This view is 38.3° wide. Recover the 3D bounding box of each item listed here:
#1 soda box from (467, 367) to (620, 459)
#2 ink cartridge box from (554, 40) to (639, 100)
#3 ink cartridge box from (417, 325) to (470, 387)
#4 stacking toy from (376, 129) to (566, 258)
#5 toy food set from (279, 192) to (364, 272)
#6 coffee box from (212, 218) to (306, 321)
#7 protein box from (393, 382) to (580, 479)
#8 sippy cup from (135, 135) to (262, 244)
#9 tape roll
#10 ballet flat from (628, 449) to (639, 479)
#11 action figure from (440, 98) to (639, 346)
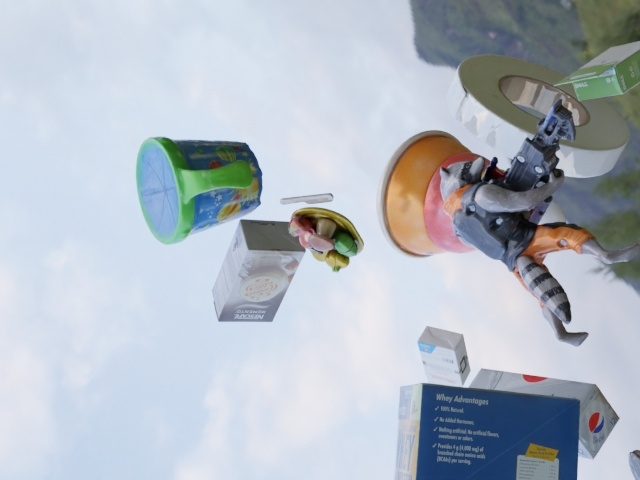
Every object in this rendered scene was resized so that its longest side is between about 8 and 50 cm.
[{"bbox_3d":[0.381,0.304,1.647,0.098,0.286,0.091,-48,-68,-23],"label":"soda box"},{"bbox_3d":[0.573,-0.328,1.823,0.209,0.109,0.062,-33,-71,-31],"label":"ink cartridge box"},{"bbox_3d":[0.318,0.306,2.340,0.060,0.104,0.180,-55,-38,-36],"label":"ink cartridge box"},{"bbox_3d":[0.405,-0.080,2.321,0.350,0.350,0.480,22,179,-40],"label":"stacking toy"},{"bbox_3d":[0.000,0.000,1.747,0.218,0.128,0.071,54,-137,-51],"label":"toy food set"},{"bbox_3d":[-0.143,0.072,2.084,0.141,0.246,0.098,3,-134,-24],"label":"coffee box"},{"bbox_3d":[0.199,0.287,1.135,0.200,0.136,0.201,6,-101,-5],"label":"protein box"},{"bbox_3d":[-0.256,-0.123,2.013,0.224,0.240,0.305,-12,-142,-31],"label":"sippy cup"},{"bbox_3d":[0.458,-0.270,1.949,0.392,0.072,0.392,13,-145,-9],"label":"tape roll"},{"bbox_3d":[0.556,0.400,1.389,0.250,0.058,0.084,-130,19,-58],"label":"ballet flat"},{"bbox_3d":[0.316,-0.035,1.420,0.178,0.341,0.330,-30,-124,-30],"label":"action figure"}]
